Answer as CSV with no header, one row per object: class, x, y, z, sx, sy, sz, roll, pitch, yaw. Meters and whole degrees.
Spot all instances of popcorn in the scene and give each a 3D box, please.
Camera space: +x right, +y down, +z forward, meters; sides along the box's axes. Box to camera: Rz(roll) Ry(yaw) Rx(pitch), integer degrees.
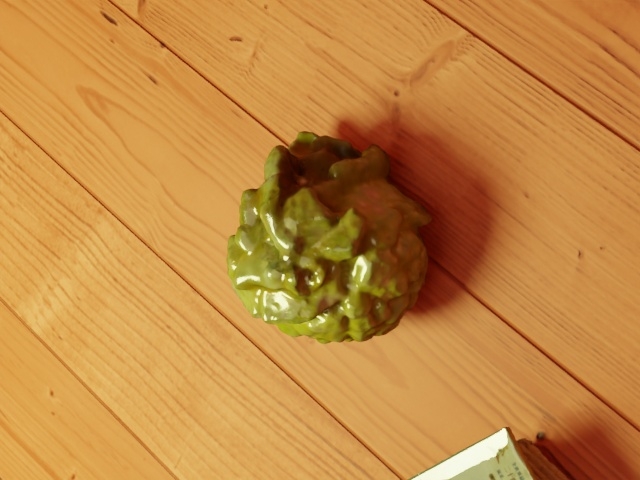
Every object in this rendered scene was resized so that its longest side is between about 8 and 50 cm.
popcorn,0.000,0.000,1.442,0.259,0.212,0.259,8,107,29

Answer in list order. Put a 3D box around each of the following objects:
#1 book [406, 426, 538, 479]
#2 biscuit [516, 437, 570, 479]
book,0.147,0.352,1.394,0.289,0.026,0.201,-37,74,32
biscuit,0.155,0.423,1.461,0.144,0.078,0.426,45,119,21
